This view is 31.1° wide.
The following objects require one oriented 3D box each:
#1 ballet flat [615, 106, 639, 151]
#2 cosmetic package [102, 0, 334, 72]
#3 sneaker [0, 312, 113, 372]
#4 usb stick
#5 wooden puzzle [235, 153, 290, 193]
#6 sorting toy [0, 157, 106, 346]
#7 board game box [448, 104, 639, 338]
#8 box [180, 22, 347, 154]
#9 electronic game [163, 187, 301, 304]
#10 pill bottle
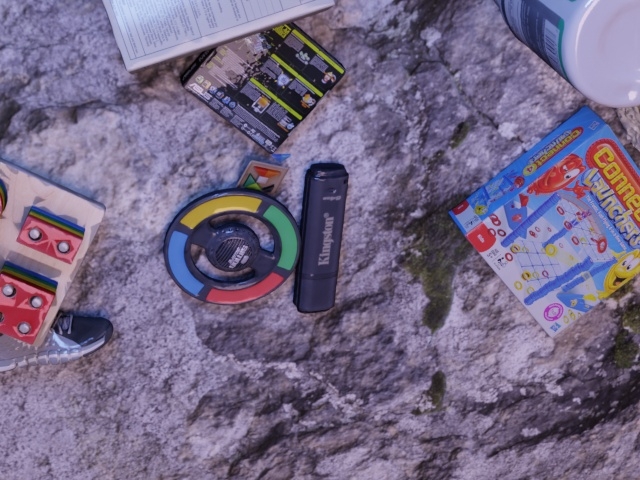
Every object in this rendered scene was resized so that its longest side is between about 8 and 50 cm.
[{"bbox_3d":[0.553,-0.253,1.904,0.147,0.147,0.409,-34,122,6],"label":"ballet flat"},{"bbox_3d":[-0.153,-0.359,1.642,0.309,0.113,0.160,-18,98,-5],"label":"cosmetic package"},{"bbox_3d":[-0.463,0.134,1.885,0.228,0.086,0.132,-14,119,-6],"label":"sneaker"},{"bbox_3d":[0.000,0.000,1.951,0.077,0.045,0.278,-1,118,-13],"label":"usb stick"},{"bbox_3d":[-0.094,-0.100,1.865,0.078,0.014,0.116,2,142,-20],"label":"wooden puzzle"},{"bbox_3d":[-0.499,0.017,1.762,0.255,0.089,0.257,25,103,-14],"label":"sorting toy"},{"bbox_3d":[0.437,-0.026,2.027,0.302,0.086,0.308,-39,121,9],"label":"board game box"},{"bbox_3d":[-0.088,-0.257,1.786,0.190,0.045,0.184,36,103,-28],"label":"box"},{"bbox_3d":[-0.146,0.013,1.910,0.229,0.048,0.229,-6,124,-8],"label":"electronic game"},{"bbox_3d":[0.381,-0.348,1.669,0.204,0.361,0.204,-6,120,-11],"label":"pill bottle"}]
